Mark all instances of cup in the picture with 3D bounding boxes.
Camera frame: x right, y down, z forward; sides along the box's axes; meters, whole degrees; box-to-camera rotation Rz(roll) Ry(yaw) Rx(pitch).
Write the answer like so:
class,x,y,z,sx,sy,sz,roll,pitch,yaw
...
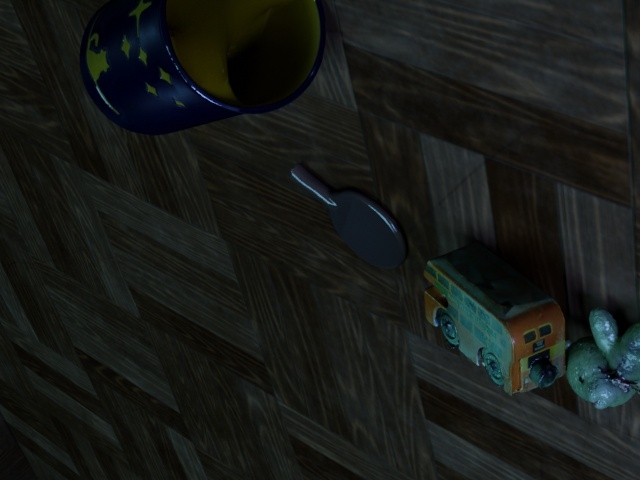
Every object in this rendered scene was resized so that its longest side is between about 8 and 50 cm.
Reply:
class,x,y,z,sx,sy,sz,roll,pitch,yaw
cup,-0.126,-0.243,1.300,0.178,0.255,0.256,20,169,-29

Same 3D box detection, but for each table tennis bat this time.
class,x,y,z,sx,sy,sz,roll,pitch,yaw
table tennis bat,0.000,0.000,1.410,0.170,0.119,0.107,40,150,14

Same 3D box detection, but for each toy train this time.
class,x,y,z,sx,sy,sz,roll,pitch,yaw
toy train,0.177,0.078,1.257,0.188,0.072,0.099,42,142,51

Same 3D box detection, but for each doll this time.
class,x,y,z,sx,sy,sz,roll,pitch,yaw
doll,0.293,0.118,1.197,0.115,0.077,0.150,45,142,-7
